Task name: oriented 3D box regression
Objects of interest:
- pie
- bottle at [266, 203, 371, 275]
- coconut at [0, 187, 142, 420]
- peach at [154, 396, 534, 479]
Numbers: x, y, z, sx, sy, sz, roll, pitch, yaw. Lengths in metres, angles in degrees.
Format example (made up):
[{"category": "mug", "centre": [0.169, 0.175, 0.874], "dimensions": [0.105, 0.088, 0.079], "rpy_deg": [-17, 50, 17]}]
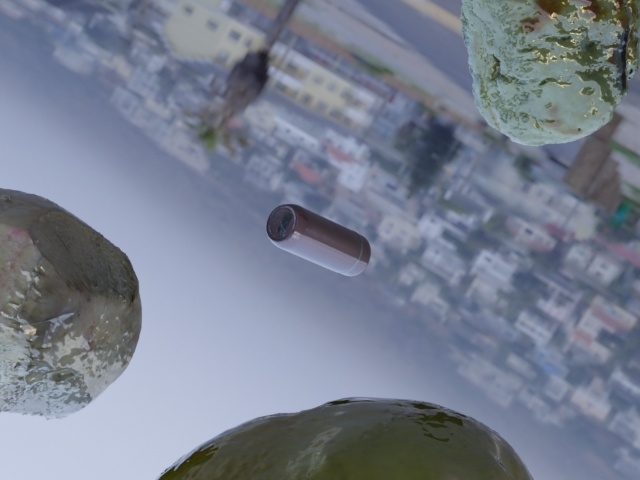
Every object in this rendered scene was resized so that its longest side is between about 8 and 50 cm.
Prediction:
[{"category": "pie", "centre": [0.261, -0.224, 1.449], "dimensions": [0.201, 0.248, 0.090], "rpy_deg": [-12, -156, 2]}, {"category": "bottle", "centre": [0.000, 0.000, 1.488], "dimensions": [0.140, 0.053, 0.053], "rpy_deg": [23, -170, -47]}, {"category": "coconut", "centre": [-0.247, 0.050, 1.059], "dimensions": [0.194, 0.194, 0.194], "rpy_deg": [30, -173, -4]}, {"category": "peach", "centre": [0.006, 0.249, 0.813], "dimensions": [0.281, 0.314, 0.315], "rpy_deg": [61, -151, -18]}]
